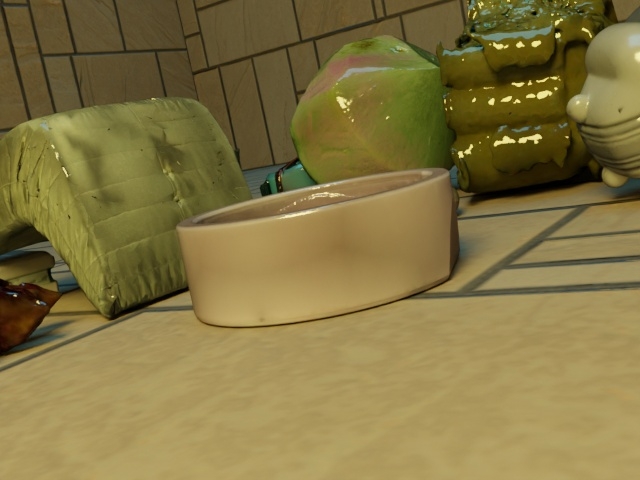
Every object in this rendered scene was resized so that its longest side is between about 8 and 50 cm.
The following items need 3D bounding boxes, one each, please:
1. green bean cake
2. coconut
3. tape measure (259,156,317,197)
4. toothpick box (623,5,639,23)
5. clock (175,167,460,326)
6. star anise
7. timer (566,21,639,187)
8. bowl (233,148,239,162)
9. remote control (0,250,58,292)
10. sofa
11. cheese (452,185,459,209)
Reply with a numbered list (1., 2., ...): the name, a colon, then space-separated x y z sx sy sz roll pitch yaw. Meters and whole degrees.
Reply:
1. green bean cake: 0.252 -0.206 0.885 0.202 0.284 0.310 -3 12 20
2. coconut: 0.076 -0.155 0.986 0.236 0.204 0.236 -13 -15 -4
3. tape measure: -0.013 -0.087 1.142 0.125 0.080 0.146 -11 8 29
4. toothpick box: 0.500 -0.227 1.011 0.229 0.228 0.316 -12 6 -1
5. clock: 0.000 0.000 0.560 0.197 0.068 0.197 -12 8 2
6. star anise: -0.269 0.062 0.564 0.168 0.057 0.168 -11 18 4
7. timer: 0.357 -0.160 0.644 0.315 0.290 0.291 -32 6 8
8. bowl: -0.211 -0.066 1.170 0.212 0.112 0.211 -12 9 2
9. remote control: -0.399 0.049 0.837 0.277 0.055 0.103 -1 13 41
10. sofa: -0.202 -0.015 0.737 0.225 0.176 0.210 -23 -1 39
11. cheese: 0.087 -0.044 0.850 0.097 0.037 0.192 -11 9 -2
